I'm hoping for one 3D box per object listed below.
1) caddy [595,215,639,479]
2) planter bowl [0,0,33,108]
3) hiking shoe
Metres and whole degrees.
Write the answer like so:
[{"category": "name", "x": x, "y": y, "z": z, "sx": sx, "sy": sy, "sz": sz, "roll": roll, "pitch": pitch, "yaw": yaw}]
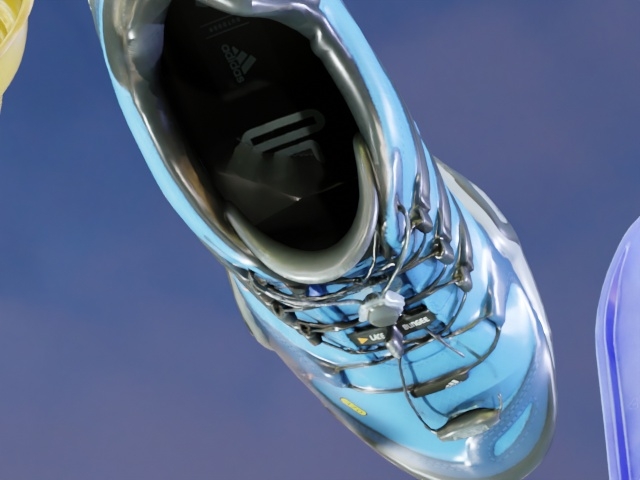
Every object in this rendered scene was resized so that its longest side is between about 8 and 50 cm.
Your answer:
[{"category": "caddy", "x": 0.304, "y": 0.086, "z": 0.947, "sx": 0.179, "sy": 0.341, "sz": 0.241, "roll": 32, "pitch": -52, "yaw": -25}, {"category": "planter bowl", "x": -0.231, "y": -0.066, "z": 0.817, "sx": 0.217, "sy": 0.217, "sz": 0.090, "roll": -12, "pitch": -49, "yaw": 7}, {"category": "hiking shoe", "x": 0.000, "y": 0.000, "z": 0.593, "sx": 0.113, "sy": 0.132, "sz": 0.304, "roll": -27, "pitch": -62, "yaw": 13}]
